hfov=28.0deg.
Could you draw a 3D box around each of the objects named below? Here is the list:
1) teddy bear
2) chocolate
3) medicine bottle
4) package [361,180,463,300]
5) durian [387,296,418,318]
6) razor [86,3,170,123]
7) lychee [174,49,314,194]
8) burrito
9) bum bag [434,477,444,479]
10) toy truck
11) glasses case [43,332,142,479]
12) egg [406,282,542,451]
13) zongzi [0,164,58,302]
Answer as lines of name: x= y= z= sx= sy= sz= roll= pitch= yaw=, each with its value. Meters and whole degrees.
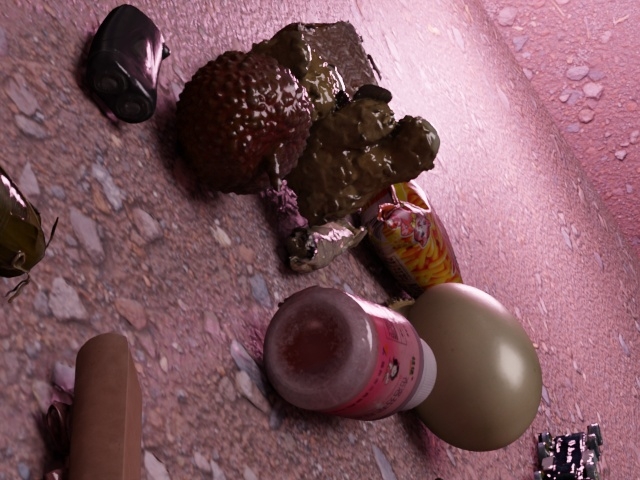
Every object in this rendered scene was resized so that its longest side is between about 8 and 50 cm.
teddy bear: x=-0.013 y=-0.145 z=1.638 sx=0.156 sy=0.267 sz=0.256 roll=-38 pitch=98 yaw=-39
chocolate: x=0.016 y=-0.217 z=1.893 sx=0.148 sy=0.093 sz=0.214 roll=-11 pitch=78 yaw=-46
medicine bottle: x=0.045 y=0.140 z=1.514 sx=0.247 sy=0.147 sz=0.147 roll=24 pitch=44 yaw=-59
package: x=0.138 y=0.001 z=1.955 sx=0.288 sy=0.108 sz=0.223 roll=57 pitch=15 yaw=-32
durian: x=0.142 y=0.127 z=1.889 sx=0.130 sy=0.052 sz=0.066 roll=54 pitch=27 yaw=-20
razor: x=-0.213 y=-0.196 z=1.410 sx=0.090 sy=0.054 sz=0.148 roll=51 pitch=23 yaw=-31
lychee: x=-0.084 y=-0.130 z=1.480 sx=0.197 sy=0.165 sz=0.165 roll=45 pitch=9 yaw=32
burrito: x=0.001 y=0.002 z=1.694 sx=0.063 sy=0.058 sz=0.229 roll=68 pitch=23 yaw=-3
bum bag: x=0.158 y=0.391 z=1.596 sx=0.102 sy=0.069 sz=0.248 roll=60 pitch=23 yaw=-13
toy truck: x=0.435 y=0.411 z=2.190 sx=0.256 sy=0.108 sz=0.140 roll=-51 pitch=127 yaw=-70
glasses case: x=-0.184 y=0.182 z=1.050 sx=0.193 sy=0.070 sz=0.102 roll=-96 pitch=180 yaw=-46
egg: x=0.206 y=0.173 z=1.793 sx=0.188 sy=0.188 sz=0.253 roll=32 pitch=33 yaw=-55
zongzi: x=-0.299 y=-0.065 z=1.038 sx=0.187 sy=0.084 sz=0.184 roll=44 pitch=18 yaw=-57
